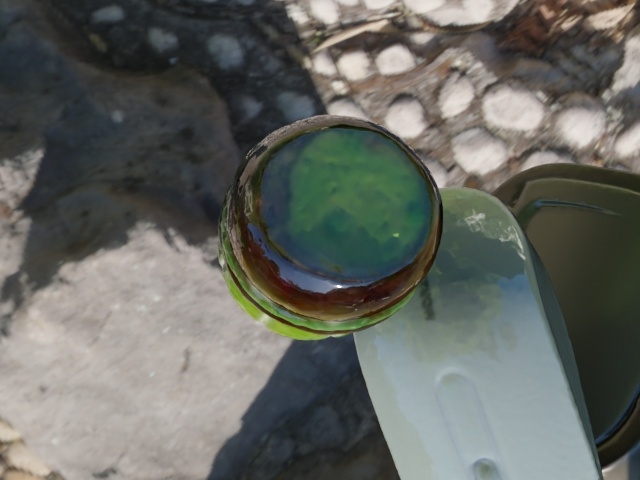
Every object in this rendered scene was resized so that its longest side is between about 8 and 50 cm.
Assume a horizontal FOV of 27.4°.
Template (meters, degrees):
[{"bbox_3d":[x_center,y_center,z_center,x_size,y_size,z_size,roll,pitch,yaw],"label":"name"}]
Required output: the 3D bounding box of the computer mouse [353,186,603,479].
[{"bbox_3d":[0.089,0.081,0.796,0.128,0.079,0.230,-20,79,26],"label":"computer mouse"}]

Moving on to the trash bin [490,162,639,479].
[{"bbox_3d":[0.237,0.099,0.950,0.250,0.219,0.219,32,82,-33],"label":"trash bin"}]

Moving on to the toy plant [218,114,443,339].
[{"bbox_3d":[0.000,0.000,0.588,0.093,0.162,0.092,1,79,-8],"label":"toy plant"}]
